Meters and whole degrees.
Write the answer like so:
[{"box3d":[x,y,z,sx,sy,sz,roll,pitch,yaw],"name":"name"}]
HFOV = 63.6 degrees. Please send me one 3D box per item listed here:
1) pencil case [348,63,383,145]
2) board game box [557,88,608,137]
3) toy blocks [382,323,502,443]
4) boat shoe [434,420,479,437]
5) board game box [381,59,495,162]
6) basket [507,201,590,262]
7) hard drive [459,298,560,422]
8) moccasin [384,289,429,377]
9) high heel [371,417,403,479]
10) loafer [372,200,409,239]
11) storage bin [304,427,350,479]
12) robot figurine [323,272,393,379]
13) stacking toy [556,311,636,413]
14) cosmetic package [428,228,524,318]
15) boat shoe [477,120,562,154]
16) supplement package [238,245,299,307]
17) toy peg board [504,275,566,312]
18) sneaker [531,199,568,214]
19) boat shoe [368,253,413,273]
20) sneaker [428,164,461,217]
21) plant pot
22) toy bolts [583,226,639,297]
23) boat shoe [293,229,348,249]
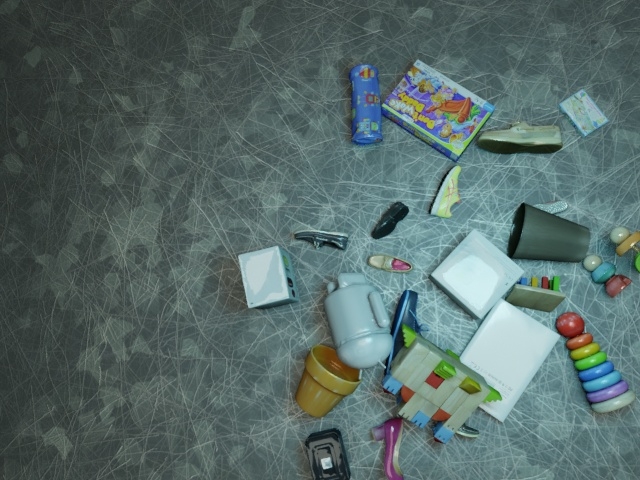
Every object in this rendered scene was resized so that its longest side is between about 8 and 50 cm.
[{"box3d":[0.169,-0.513,1.970,0.120,0.133,0.306,1,81,-21],"name":"pencil case"},{"box3d":[0.966,-0.468,1.901,0.103,0.026,0.154,-32,78,2],"name":"board game box"},{"box3d":[0.357,0.494,1.709,0.381,0.191,0.261,34,103,-4],"name":"toy blocks"},{"box3d":[0.470,0.633,1.771,0.152,0.056,0.049,13,88,10],"name":"boat shoe"},{"box3d":[0.439,-0.488,1.945,0.347,0.078,0.233,36,85,11],"name":"board game box"},{"box3d":[0.792,-0.008,1.790,0.227,0.154,0.204,14,84,6],"name":"basket"},{"box3d":[0.621,0.408,1.782,0.233,0.047,0.353,33,91,12],"name":"hard drive"},{"box3d":[0.308,0.344,1.818,0.117,0.138,0.341,11,97,3],"name":"moccasin"},{"box3d":[0.270,0.739,1.769,0.117,0.082,0.244,-25,65,13],"name":"high heel"},{"box3d":[0.254,-0.075,1.925,0.170,0.062,0.061,-43,39,6],"name":"loafer"},{"box3d":[0.026,0.760,1.796,0.122,0.084,0.180,-15,78,5],"name":"storage bin"},{"box3d":[0.130,0.287,1.780,0.200,0.300,0.353,1,61,-31],"name":"robot figurine"},{"box3d":[0.893,0.396,1.724,0.141,0.141,0.330,-26,72,3],"name":"stacking toy"},{"box3d":[0.539,0.121,1.806,0.224,0.138,0.224,43,90,12],"name":"cosmetic package"},{"box3d":[0.724,-0.379,1.883,0.303,0.109,0.098,2,76,2],"name":"boat shoe"},{"box3d":[-0.182,0.139,1.867,0.149,0.203,0.194,-14,80,5],"name":"supplement package"},{"box3d":[0.733,0.171,1.769,0.161,0.161,0.079,11,65,10],"name":"toy peg board"},{"box3d":[0.822,-0.114,1.856,0.134,0.070,0.050,-13,87,35],"name":"sneaker"},{"box3d":[0.258,0.082,1.889,0.170,0.059,0.063,9,82,9],"name":"boat shoe"},{"box3d":[0.479,-0.176,1.899,0.094,0.081,0.208,24,91,4],"name":"sneaker"},{"box3d":[0.011,0.500,1.797,0.205,0.205,0.188,33,102,12],"name":"plant pot"},{"box3d":[1.023,0.059,1.758,0.158,0.218,0.228,49,123,25],"name":"toy bolts"},{"box3d":[0.000,0.000,1.931,0.206,0.075,0.064,4,78,4],"name":"boat shoe"}]
